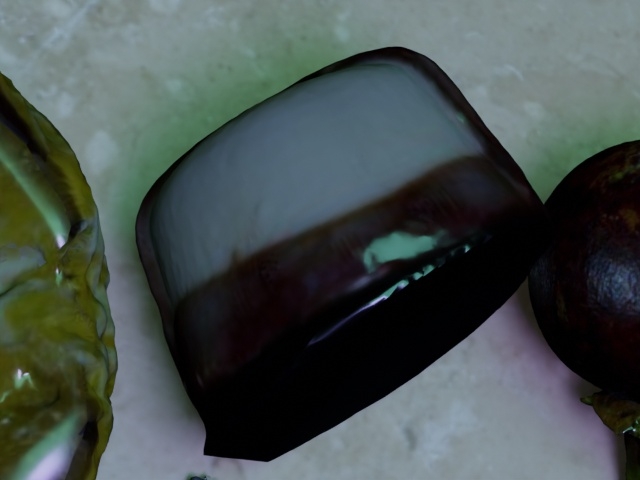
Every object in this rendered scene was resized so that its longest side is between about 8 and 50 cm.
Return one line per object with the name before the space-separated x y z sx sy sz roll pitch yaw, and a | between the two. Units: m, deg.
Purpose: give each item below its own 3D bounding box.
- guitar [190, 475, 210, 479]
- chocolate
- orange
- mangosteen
guitar | 0.007 0.228 1.073 0.233 0.025 0.088 31 71 -7
chocolate | 0.000 0.000 1.018 0.283 0.283 0.186 -30 72 -21
orange | -0.252 0.056 0.929 0.270 0.210 0.369 -6 77 5
mangosteen | 0.258 0.066 1.095 0.231 0.231 0.289 3 97 -17
